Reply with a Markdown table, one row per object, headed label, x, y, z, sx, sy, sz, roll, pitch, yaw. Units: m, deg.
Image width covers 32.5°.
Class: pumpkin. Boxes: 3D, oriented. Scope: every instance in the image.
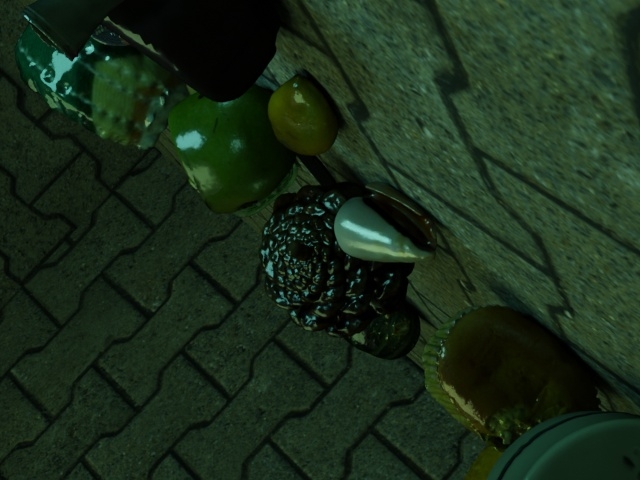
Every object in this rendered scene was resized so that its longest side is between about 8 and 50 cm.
| label | x | y | z | sx | sy | sz | roll | pitch | yaw |
| --- | --- | --- | --- | --- | --- | --- | --- | --- | --- |
| pumpkin | 0.128 | 0.178 | 2.393 | 0.190 | 0.146 | 0.190 | 14 | -164 | -4 |

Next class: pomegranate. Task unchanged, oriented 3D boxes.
| label | x | y | z | sx | sy | sz | roll | pitch | yaw |
| --- | --- | --- | --- | --- | --- | --- | --- | --- | --- |
| pomegranate | -0.118 | -0.164 | 1.624 | 0.241 | 0.159 | 0.190 | -101 | -16 | -49 |

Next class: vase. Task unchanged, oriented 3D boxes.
| label | x | y | z | sx | sy | sz | roll | pitch | yaw |
| --- | --- | --- | --- | --- | --- | --- | --- | --- | --- |
| vase | -0.155 | -0.243 | 0.918 | 0.086 | 0.214 | 0.086 | 42 | 174 | 6 |

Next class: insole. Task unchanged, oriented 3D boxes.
| label | x | y | z | sx | sy | sz | roll | pitch | yaw |
| --- | --- | --- | --- | --- | --- | --- | --- | --- | --- |
| insole | 0.009 | -0.100 | 1.879 | 0.109 | 0.007 | 0.322 | 40 | 174 | 40 |

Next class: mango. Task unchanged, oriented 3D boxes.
| label | x | y | z | sx | sy | sz | roll | pitch | yaw |
| --- | --- | --- | --- | --- | --- | --- | --- | --- | --- |
| mango | -0.022 | -0.160 | 1.412 | 0.101 | 0.066 | 0.187 | 41 | 165 | 7 |

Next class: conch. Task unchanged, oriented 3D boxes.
| label | x | y | z | sx | sy | sz | roll | pitch | yaw |
| --- | --- | --- | --- | --- | --- | --- | --- | --- | --- |
| conch | 0.087 | -0.018 | 1.500 | 0.094 | 0.104 | 0.176 | 43 | 166 | -27 |

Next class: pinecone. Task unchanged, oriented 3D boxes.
| label | x | y | z | sx | sy | sz | roll | pitch | yaw |
| --- | --- | --- | --- | --- | --- | --- | --- | --- | --- |
| pinecone | 0.034 | 0.030 | 1.693 | 0.244 | 0.244 | 0.309 | 41 | -171 | 14 |

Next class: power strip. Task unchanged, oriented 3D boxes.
| label | x | y | z | sx | sy | sz | roll | pitch | yaw |
| --- | --- | --- | --- | --- | --- | --- | --- | --- | --- |
| power strip | 0.360 | 0.393 | 1.387 | 0.357 | 0.357 | 0.161 | 43 | 172 | -1 |

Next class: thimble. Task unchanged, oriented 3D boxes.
| label | x | y | z | sx | sy | sz | roll | pitch | yaw |
| --- | --- | --- | --- | --- | --- | --- | --- | --- | --- |
| thimble | -0.345 | -0.284 | 1.793 | 0.288 | 0.167 | 0.254 | 40 | -162 | 9 |

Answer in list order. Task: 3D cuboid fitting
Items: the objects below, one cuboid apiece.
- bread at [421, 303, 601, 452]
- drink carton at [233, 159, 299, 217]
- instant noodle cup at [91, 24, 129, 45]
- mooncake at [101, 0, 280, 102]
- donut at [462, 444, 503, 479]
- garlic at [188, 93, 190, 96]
| label | x | y | z | sx | sy | sz | roll | pitch | yaw |
| --- | --- | --- | --- | --- | --- | --- | --- | --- | --- |
| bread | 0.263 | 0.198 | 1.528 | 0.250 | 0.179 | 0.133 | 43 | 170 | -4 |
| drink carton | -0.141 | -0.144 | 1.955 | 0.142 | 0.146 | 0.144 | 49 | 177 | 25 |
| instant noodle cup | -0.280 | -0.336 | 1.605 | 0.127 | 0.127 | 0.136 | 42 | -177 | 2 |
| mooncake | -0.170 | -0.271 | 1.189 | 0.283 | 0.141 | 0.283 | 38 | -177 | -2 |
| donut | 0.403 | 0.495 | 1.846 | 0.435 | 0.377 | 0.163 | 28 | 165 | 48 |
| garlic | -0.250 | -0.263 | 2.187 | 0.152 | 0.066 | 0.084 | 28 | 138 | 54 |
